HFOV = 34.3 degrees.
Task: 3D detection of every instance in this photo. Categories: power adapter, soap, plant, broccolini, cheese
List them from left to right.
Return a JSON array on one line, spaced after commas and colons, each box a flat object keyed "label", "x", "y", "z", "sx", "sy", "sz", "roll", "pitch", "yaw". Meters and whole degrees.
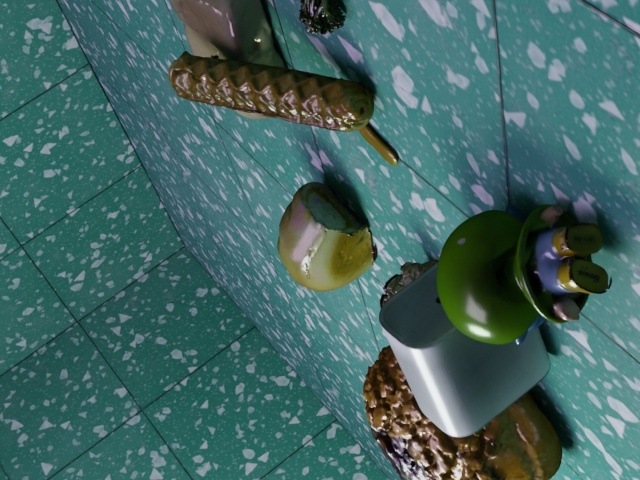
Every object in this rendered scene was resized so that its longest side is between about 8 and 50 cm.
[{"label": "cheese", "x": -0.132, "y": -0.304, "z": 1.618, "sx": 0.159, "sy": 0.093, "sz": 0.263, "roll": 35, "pitch": 157, "yaw": 34}, {"label": "broccolini", "x": -0.001, "y": -0.319, "z": 1.221, "sx": 0.067, "sy": 0.058, "sz": 0.216, "roll": 53, "pitch": 167, "yaw": 18}, {"label": "soap", "x": 0.081, "y": -0.139, "z": 1.486, "sx": 0.089, "sy": 0.012, "sz": 0.034, "roll": 48, "pitch": 166, "yaw": 24}, {"label": "plant", "x": 0.158, "y": 0.092, "z": 1.622, "sx": 0.104, "sy": 0.116, "sz": 0.122, "roll": 63, "pitch": -168, "yaw": 27}, {"label": "power adapter", "x": 0.207, "y": 0.156, "z": 1.414, "sx": 0.124, "sy": 0.187, "sz": 0.255, "roll": 40, "pitch": 162, "yaw": 50}]

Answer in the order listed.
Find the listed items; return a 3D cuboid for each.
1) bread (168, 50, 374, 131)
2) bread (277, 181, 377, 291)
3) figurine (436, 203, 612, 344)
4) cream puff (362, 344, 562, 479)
[{"label": "bread", "x": -0.077, "y": -0.213, "z": 1.485, "sx": 0.367, "sy": 0.077, "sz": 0.084, "roll": 15, "pitch": 144, "yaw": 36}, {"label": "bread", "x": -0.007, "y": -0.001, "z": 1.831, "sx": 0.158, "sy": 0.156, "sz": 0.261, "roll": 45, "pitch": 164, "yaw": 27}, {"label": "figurine", "x": 0.225, "y": 0.036, "z": 1.175, "sx": 0.263, "sy": 0.143, "sz": 0.162, "roll": 154, "pitch": 107, "yaw": -68}, {"label": "cream puff", "x": 0.211, "y": 0.299, "z": 1.677, "sx": 0.343, "sy": 0.231, "sz": 0.327, "roll": 44, "pitch": 160, "yaw": 38}]
